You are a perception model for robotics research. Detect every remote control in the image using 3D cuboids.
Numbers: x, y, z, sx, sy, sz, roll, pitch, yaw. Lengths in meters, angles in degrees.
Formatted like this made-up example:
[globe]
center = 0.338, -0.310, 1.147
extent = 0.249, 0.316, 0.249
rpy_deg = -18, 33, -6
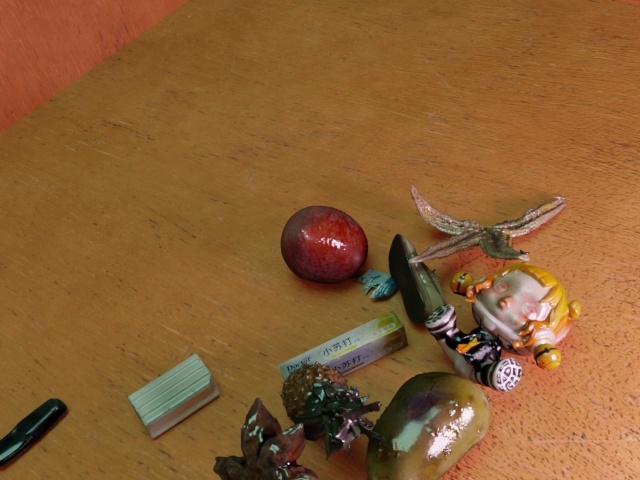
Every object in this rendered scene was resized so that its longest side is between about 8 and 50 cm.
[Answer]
[remote control]
center = -0.731, 0.476, 2.101
extent = 0.072, 0.042, 0.222
rpy_deg = 25, 56, 40

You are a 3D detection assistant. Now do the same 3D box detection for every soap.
[soap]
center = -0.356, 0.378, 2.061
extent = 0.198, 0.066, 0.119
rpy_deg = -32, 45, -16

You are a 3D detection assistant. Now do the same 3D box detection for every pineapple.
[pineapple]
center = 0.016, 0.355, 1.782
extent = 0.166, 0.165, 0.364
rpy_deg = -28, 9, -11

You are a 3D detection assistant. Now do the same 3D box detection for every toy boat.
[toy boat]
center = 0.152, 0.106, 2.222
extent = 0.105, 0.034, 0.149
rpy_deg = -29, 30, -9

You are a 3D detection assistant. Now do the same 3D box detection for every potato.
[potato]
center = 0.215, 0.397, 1.766
extent = 0.210, 0.173, 0.307
rpy_deg = 26, 54, 36

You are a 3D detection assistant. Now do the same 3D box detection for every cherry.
[cherry]
center = 0.005, -0.002, 2.228
extent = 0.239, 0.239, 0.206
rpy_deg = 10, 49, 28

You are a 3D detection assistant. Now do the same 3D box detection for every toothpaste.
[toothpaste]
center = 0.055, 0.273, 2.021
extent = 0.313, 0.089, 0.071
rpy_deg = -24, 47, -8

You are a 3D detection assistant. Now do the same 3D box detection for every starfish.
[starfish]
center = 0.415, -0.038, 2.170
extent = 0.398, 0.132, 0.384
rpy_deg = 12, 25, 13

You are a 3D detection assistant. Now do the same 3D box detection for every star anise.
[star anise]
center = -0.120, 0.482, 1.751
extent = 0.315, 0.315, 0.108
rpy_deg = 25, 17, 38

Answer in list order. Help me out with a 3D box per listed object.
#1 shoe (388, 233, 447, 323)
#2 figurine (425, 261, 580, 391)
[shoe]
center = 0.245, 0.093, 2.135
extent = 0.098, 0.103, 0.274
rpy_deg = 3, 48, -25
[figurine]
center = 0.431, 0.181, 1.914
extent = 0.323, 0.196, 0.320
rpy_deg = -36, 54, -12
